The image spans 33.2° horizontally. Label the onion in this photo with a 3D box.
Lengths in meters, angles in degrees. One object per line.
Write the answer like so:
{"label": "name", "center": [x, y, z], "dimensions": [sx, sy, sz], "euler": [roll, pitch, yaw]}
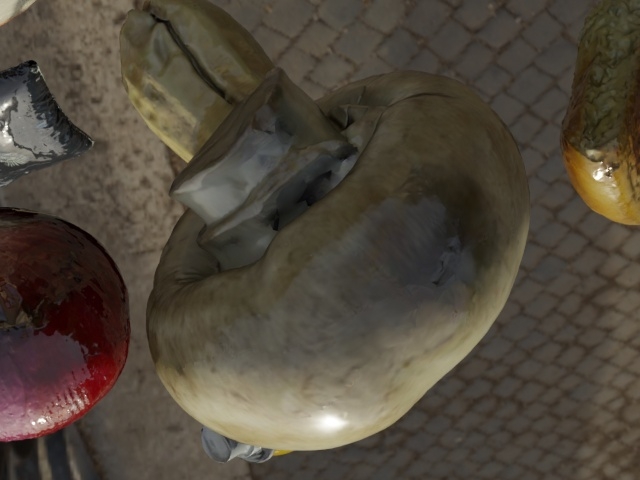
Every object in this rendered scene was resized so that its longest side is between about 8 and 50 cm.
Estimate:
{"label": "onion", "center": [-0.166, 0.044, 0.576], "dimensions": [0.131, 0.131, 0.131], "euler": [-9, 134, -9]}

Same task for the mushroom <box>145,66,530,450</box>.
{"label": "mushroom", "center": [0.000, 0.000, 0.420], "dimensions": [0.166, 0.166, 0.127], "euler": [-37, 104, 18]}

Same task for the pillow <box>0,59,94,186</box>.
{"label": "pillow", "center": [-0.371, -0.138, 1.296], "dimensions": [0.141, 0.055, 0.208], "euler": [-22, 154, 0]}

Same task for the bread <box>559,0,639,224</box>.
{"label": "bread", "center": [0.186, -0.061, 0.668], "dimensions": [0.054, 0.154, 0.136], "euler": [2, 139, 30]}

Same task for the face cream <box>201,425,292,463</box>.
{"label": "face cream", "center": [0.007, 0.139, 1.164], "dimensions": [0.349, 0.105, 0.105], "euler": [-29, 148, -43]}

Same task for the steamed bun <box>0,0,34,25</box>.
{"label": "steamed bun", "center": [-0.336, -0.257, 0.882], "dimensions": [0.283, 0.283, 0.177], "euler": [-11, 129, -7]}

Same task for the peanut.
{"label": "peanut", "center": [-0.065, -0.098, 0.925], "dimensions": [0.130, 0.290, 0.130], "euler": [-43, 169, -10]}
